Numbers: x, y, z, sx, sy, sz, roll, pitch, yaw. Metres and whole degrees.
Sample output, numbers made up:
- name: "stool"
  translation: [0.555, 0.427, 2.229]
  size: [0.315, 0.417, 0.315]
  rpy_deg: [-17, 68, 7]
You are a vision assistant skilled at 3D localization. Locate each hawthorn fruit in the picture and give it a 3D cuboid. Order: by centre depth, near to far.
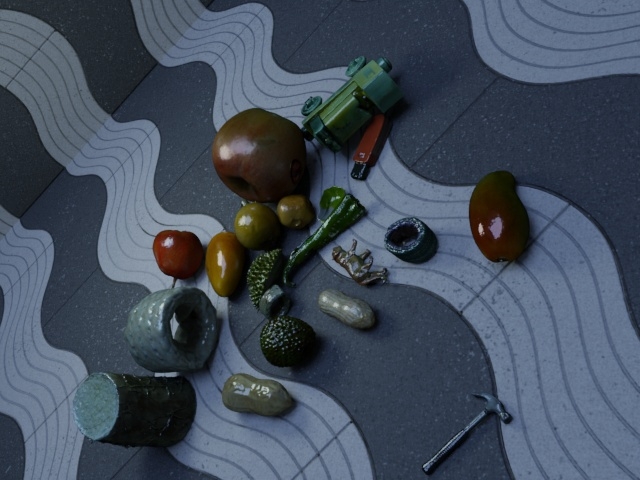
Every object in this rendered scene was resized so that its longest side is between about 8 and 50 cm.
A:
- name: "hawthorn fruit"
  translation: [-0.536, 0.069, 2.294]
  size: [0.197, 0.197, 0.225]
  rpy_deg: [-6, 76, 37]

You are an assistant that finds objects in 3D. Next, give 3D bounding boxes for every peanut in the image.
- name: "peanut"
  translation: [0.073, 0.196, 1.772]
  size: [0.207, 0.087, 0.087]
  rpy_deg: [20, 77, 45]
- name: "peanut"
  translation: [-0.197, 0.453, 1.801]
  size: [0.257, 0.123, 0.123]
  rpy_deg: [-4, 61, 40]

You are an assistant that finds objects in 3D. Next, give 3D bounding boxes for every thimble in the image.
- name: "thimble"
  translation: [0.256, 0.002, 1.746]
  size: [0.135, 0.090, 0.118]
  rpy_deg: [-7, 58, 36]
- name: "thimble"
  translation: [-0.144, 0.198, 1.946]
  size: [0.062, 0.085, 0.109]
  rpy_deg: [36, 118, 48]
- name: "thimble"
  translation: [-0.483, 0.301, 2.035]
  size: [0.195, 0.291, 0.291]
  rpy_deg: [-11, 57, 34]

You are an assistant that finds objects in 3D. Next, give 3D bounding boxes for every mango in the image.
- name: "mango"
  translation: [0.460, -0.070, 1.605]
  size: [0.146, 0.129, 0.289]
  rpy_deg: [-28, 39, 25]
- name: "mango"
  translation: [-0.333, 0.085, 2.153]
  size: [0.154, 0.126, 0.252]
  rpy_deg: [-31, 47, 36]

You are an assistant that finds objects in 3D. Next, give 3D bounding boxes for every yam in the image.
- name: "yam"
  translation: [-0.576, 0.528, 1.937]
  size: [0.241, 0.348, 0.240]
  rpy_deg: [-12, 68, 32]

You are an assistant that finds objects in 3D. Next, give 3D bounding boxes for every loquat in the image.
- name: "loquat"
  translation: [-0.085, -0.102, 2.086]
  size: [0.137, 0.113, 0.137]
  rpy_deg: [-11, 32, 7]
- name: "loquat"
  translation: [-0.220, -0.056, 2.109]
  size: [0.149, 0.172, 0.204]
  rpy_deg: [-34, 71, 28]

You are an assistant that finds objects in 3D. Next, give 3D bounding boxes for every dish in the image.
- name: "dish"
  translation: [0.039, -0.113, 2.039]
  size: [0.091, 0.039, 0.137]
  rpy_deg: [10, 71, 38]

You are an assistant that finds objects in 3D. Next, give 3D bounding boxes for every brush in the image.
- name: "brush"
  translation: [0.181, -0.348, 2.066]
  size: [0.070, 0.051, 0.323]
  rpy_deg: [10, 70, 46]

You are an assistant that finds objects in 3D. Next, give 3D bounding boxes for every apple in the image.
- name: "apple"
  translation: [-0.199, -0.301, 2.155]
  size: [0.339, 0.338, 0.305]
  rpy_deg: [10, 62, 43]

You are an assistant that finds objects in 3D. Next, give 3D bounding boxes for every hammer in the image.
- name: "hammer"
  translation: [0.326, 0.454, 1.439]
  size: [0.246, 0.029, 0.103]
  rpy_deg: [-45, 44, 9]

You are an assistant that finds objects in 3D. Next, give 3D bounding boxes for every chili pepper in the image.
- name: "chili pepper"
  translation: [-0.001, 0.000, 1.978]
  size: [0.359, 0.085, 0.076]
  rpy_deg: [-47, 5, 12]

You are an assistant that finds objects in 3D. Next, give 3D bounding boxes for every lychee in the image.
- name: "lychee"
  translation: [-0.095, 0.292, 1.800]
  size: [0.171, 0.171, 0.171]
  rpy_deg: [-21, 51, 28]

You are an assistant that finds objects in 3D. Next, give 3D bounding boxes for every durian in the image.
- name: "durian"
  translation: [-0.196, 0.116, 2.016]
  size: [0.096, 0.137, 0.220]
  rpy_deg: [11, 68, 11]

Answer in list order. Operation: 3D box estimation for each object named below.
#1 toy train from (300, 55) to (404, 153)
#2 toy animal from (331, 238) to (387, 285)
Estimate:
- name: "toy train"
  translation: [0.097, -0.466, 2.108]
  size: [0.397, 0.160, 0.253]
  rpy_deg: [-40, 32, 12]
- name: "toy animal"
  translation: [0.117, 0.073, 1.846]
  size: [0.099, 0.057, 0.241]
  rpy_deg: [-51, 45, 10]
